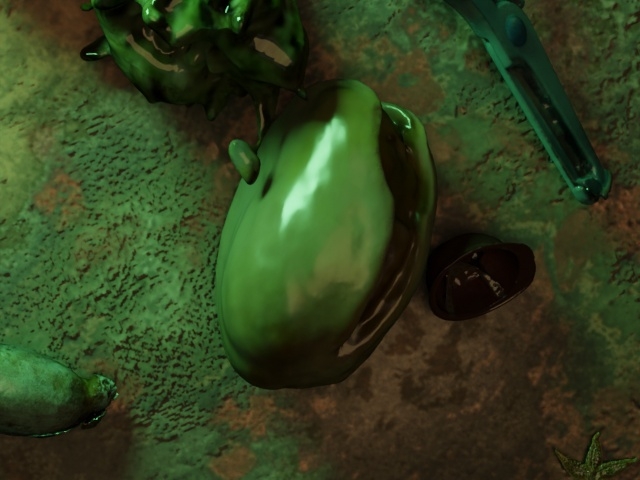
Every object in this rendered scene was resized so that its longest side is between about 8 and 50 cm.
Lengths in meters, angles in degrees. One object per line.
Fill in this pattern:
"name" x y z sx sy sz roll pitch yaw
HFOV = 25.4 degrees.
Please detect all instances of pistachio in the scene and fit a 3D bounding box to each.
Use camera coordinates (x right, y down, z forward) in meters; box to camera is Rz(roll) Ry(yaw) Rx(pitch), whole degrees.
"pistachio" 0.000 0.000 1.285 0.166 0.197 0.288 32 73 -50

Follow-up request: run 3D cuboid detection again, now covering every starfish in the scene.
"starfish" 0.266 0.233 1.396 0.086 0.016 0.092 14 95 -5

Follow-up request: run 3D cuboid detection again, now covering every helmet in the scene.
"helmet" 0.142 0.024 1.346 0.111 0.057 0.089 -17 131 -14

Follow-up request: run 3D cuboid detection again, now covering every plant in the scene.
"plant" -0.070 -0.244 1.299 0.251 0.180 0.333 28 52 8

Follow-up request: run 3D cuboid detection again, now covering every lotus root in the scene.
"lotus root" -0.269 0.139 1.296 0.165 0.088 0.088 16 92 -17

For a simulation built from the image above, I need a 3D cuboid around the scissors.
"scissors" 0.173 -0.201 1.319 0.180 0.032 0.393 -43 111 -35
